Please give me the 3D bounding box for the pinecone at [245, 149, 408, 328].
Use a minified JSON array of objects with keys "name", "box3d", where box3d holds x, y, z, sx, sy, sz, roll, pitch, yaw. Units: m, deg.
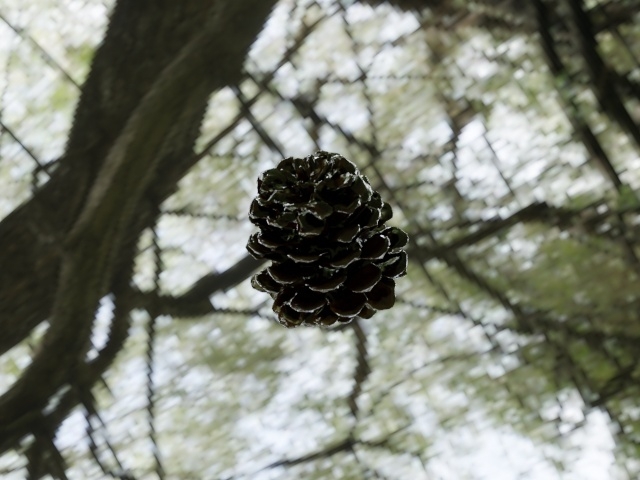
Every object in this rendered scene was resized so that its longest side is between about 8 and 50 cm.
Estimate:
[{"name":"pinecone","box3d":[0.000,0.000,0.857,0.083,0.077,0.077,63,-149,-52]}]
